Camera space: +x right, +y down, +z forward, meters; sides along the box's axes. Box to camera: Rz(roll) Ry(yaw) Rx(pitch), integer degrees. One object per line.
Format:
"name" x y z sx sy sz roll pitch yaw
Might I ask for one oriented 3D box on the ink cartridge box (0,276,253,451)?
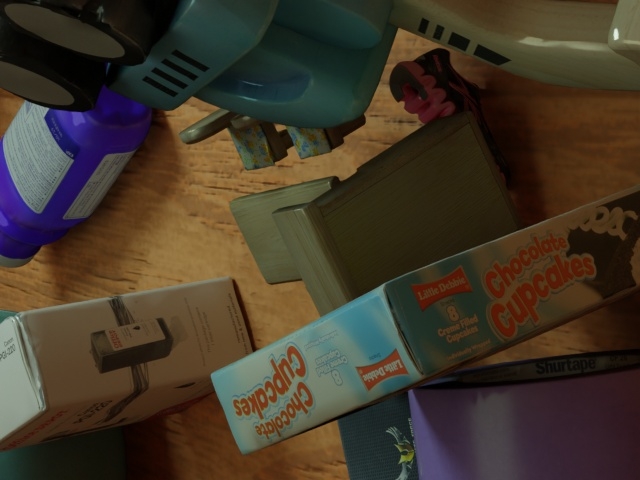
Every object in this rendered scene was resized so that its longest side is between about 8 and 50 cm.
"ink cartridge box" -0.191 0.110 1.675 0.158 0.218 0.092 -34 68 52

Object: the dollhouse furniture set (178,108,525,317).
"dollhouse furniture set" 0.000 0.000 1.383 0.242 0.161 0.212 -10 109 55

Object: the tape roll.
"tape roll" 0.154 0.120 1.224 0.189 0.189 0.080 -8 90 54

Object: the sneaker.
"sneaker" 0.104 -0.089 1.380 0.119 0.057 0.047 54 143 -3

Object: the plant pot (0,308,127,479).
"plant pot" -0.303 0.202 1.818 0.271 0.271 0.255 -8 69 54

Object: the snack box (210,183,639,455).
"snack box" 0.112 0.033 1.150 0.187 0.322 0.060 -31 81 52

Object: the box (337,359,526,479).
"box" 0.104 0.217 1.421 0.183 0.059 0.233 -19 81 55

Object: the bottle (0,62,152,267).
"bottle" -0.257 -0.072 1.842 0.283 0.092 0.118 -50 56 46

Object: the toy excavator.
"toy excavator" 0.029 -0.169 1.233 0.433 0.445 0.222 -20 51 70
